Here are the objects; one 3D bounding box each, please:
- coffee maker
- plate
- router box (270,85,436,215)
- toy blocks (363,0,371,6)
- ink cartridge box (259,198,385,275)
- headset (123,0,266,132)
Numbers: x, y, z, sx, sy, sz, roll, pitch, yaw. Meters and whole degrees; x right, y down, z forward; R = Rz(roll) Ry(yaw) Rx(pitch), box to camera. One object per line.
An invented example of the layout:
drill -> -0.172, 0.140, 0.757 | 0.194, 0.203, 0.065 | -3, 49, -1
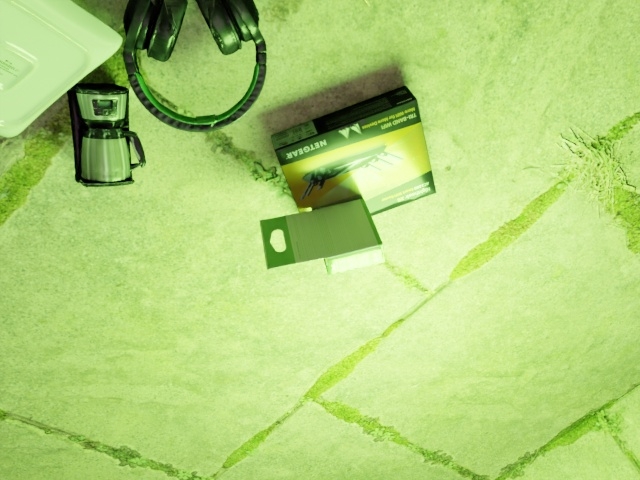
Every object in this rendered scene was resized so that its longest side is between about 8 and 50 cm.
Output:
coffee maker -> -0.420, -0.201, 1.090 | 0.120, 0.171, 0.178 | -18, 117, -50
plate -> -0.474, -0.266, 0.859 | 0.278, 0.045, 0.277 | -34, 160, 12
router box -> 0.077, -0.164, 1.267 | 0.309, 0.081, 0.243 | -20, 128, 2
toy blocks -> 0.106, -0.513, 1.034 | 0.148, 0.054, 0.123 | -40, 124, 16
ink cartridge box -> 0.000, 0.000, 1.212 | 0.235, 0.171, 0.056 | -14, 129, -2
headset -> -0.218, -0.377, 0.975 | 0.243, 0.185, 0.394 | -8, 110, -8
